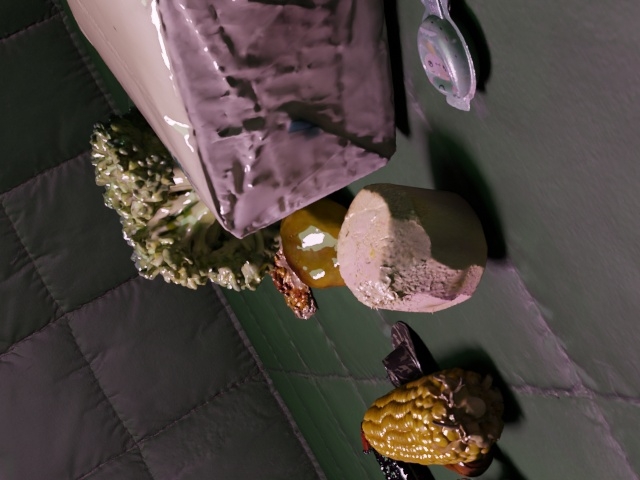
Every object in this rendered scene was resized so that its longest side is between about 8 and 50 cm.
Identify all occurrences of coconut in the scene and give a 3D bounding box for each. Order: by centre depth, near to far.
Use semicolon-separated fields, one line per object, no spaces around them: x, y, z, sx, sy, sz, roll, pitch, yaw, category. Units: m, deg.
0.087;0.008;0.800;0.116;0.122;0.116;-16;72;57;coconut

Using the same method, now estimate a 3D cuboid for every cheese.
0.087;-0.148;0.643;0.067;0.026;0.121;41;157;56;cheese

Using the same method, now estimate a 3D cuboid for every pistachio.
-0.001;-0.002;1.151;0.110;0.100;0.189;63;169;-26;pistachio

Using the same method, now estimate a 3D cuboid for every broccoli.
-0.188;-0.085;1.369;0.338;0.277;0.317;51;147;7;broccoli

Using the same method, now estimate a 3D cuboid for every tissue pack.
-0.112;-0.236;0.822;0.380;0.207;0.297;51;164;37;tissue pack

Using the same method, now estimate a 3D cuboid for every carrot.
0.183;0.276;1.155;0.055;0.055;0.161;58;173;12;carrot

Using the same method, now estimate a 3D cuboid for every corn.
0.123;0.219;1.074;0.106;0.106;0.305;59;159;7;corn

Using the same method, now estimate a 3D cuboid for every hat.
0.112;0.168;1.197;0.121;0.050;0.121;59;170;17;hat

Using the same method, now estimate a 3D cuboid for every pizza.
-0.087;0.037;1.685;0.246;0.058;0.127;62;167;-14;pizza

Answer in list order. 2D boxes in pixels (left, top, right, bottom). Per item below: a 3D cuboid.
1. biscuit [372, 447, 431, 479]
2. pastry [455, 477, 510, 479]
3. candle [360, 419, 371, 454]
0.151;0.416;1.591;0.195;0.053;0.194;57;167;20;biscuit
0.210;0.361;1.144;0.121;0.089;0.258;57;166;25;pastry
0.097;0.425;1.901;0.026;0.021;0.167;54;166;30;candle
